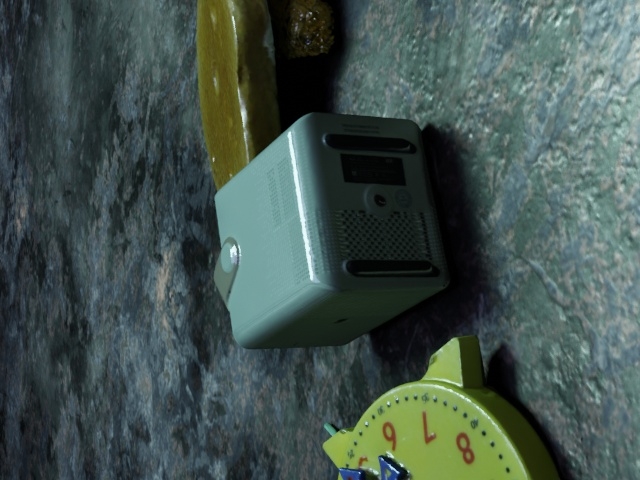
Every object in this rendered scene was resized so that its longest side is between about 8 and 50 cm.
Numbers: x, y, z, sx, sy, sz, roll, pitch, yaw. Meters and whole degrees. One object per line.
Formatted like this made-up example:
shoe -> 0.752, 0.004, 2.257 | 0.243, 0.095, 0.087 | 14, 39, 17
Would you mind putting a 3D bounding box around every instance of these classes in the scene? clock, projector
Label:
clock -> 0.099, 0.257, 1.143 | 0.277, 0.071, 0.293 | -52, 53, 39
projector -> 0.000, 0.000, 1.282 | 0.242, 0.163, 0.177 | -38, 56, 56

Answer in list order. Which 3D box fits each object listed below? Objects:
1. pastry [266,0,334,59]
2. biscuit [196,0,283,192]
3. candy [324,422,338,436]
pastry -> -0.031, -0.242, 1.453 | 0.140, 0.056, 0.080 | 12, 110, 64
biscuit -> -0.089, -0.170, 1.511 | 0.344, 0.057, 0.287 | 94, 161, -45
candy -> 0.037, 0.226, 1.361 | 0.201, 0.060, 0.060 | -144, 56, -68
